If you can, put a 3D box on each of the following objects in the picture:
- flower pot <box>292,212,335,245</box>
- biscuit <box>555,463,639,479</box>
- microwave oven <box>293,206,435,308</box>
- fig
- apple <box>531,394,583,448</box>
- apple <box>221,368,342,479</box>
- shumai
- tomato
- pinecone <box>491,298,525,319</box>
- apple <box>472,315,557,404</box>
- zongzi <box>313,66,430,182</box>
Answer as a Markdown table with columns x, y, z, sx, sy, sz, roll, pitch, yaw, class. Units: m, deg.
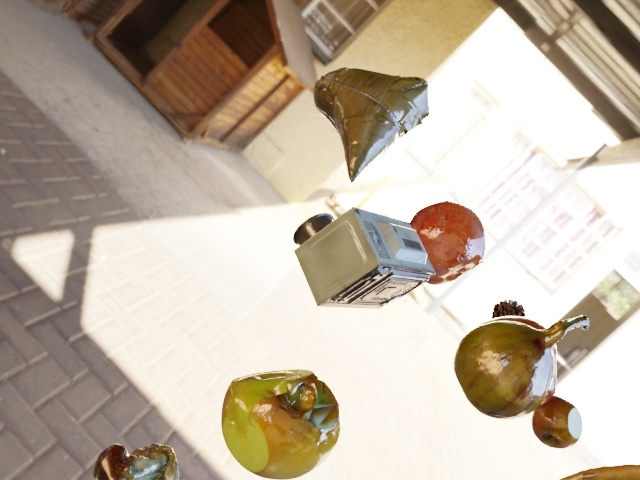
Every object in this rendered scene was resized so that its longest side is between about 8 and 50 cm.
| x | y | z | sx | sy | sz | roll | pitch | yaw | class |
| --- | --- | --- | --- | --- | --- | --- | --- | --- | --- |
| 0.000 | 0.000 | 2.153 | 0.106 | 0.157 | 0.157 | 58 | 12 | 30 | flower pot |
| 0.544 | 0.489 | 1.253 | 0.041 | 0.260 | 0.202 | -91 | -175 | -45 | biscuit |
| 0.084 | 0.040 | 1.162 | 0.208 | 0.162 | 0.122 | 10 | 51 | -54 | microwave oven |
| 0.295 | 0.186 | 0.982 | 0.148 | 0.186 | 0.142 | 26 | 44 | -25 | fig |
| 0.503 | 0.386 | 1.409 | 0.114 | 0.102 | 0.099 | 47 | -37 | -18 | apple |
| -0.122 | 0.564 | 2.086 | 0.384 | 0.374 | 0.374 | 36 | 9 | -12 | apple |
| -0.481 | 0.610 | 1.616 | 0.204 | 0.271 | 0.222 | 7 | 29 | -34 | shumai |
| 0.297 | 0.001 | 1.603 | 0.184 | 0.208 | 0.208 | 64 | 14 | 24 | tomato |
| 0.570 | 0.223 | 1.997 | 0.102 | 0.102 | 0.109 | 48 | -20 | 18 | pinecone |
| 0.378 | 0.239 | 1.292 | 0.181 | 0.169 | 0.180 | -9 | 90 | -72 | apple |
| 0.064 | -0.295 | 1.691 | 0.323 | 0.360 | 0.159 | 16 | -33 | 36 | zongzi |
